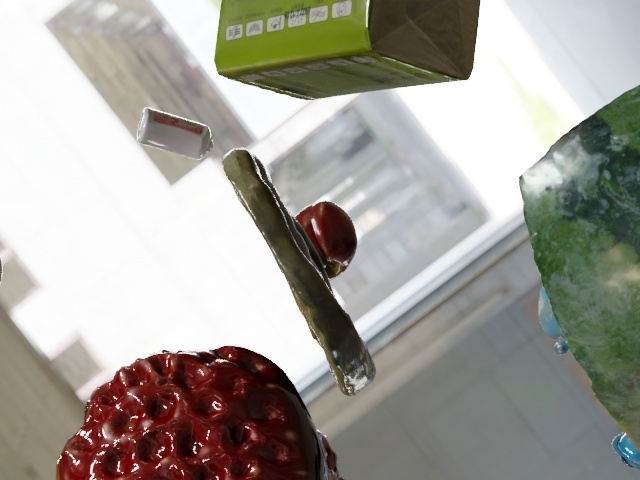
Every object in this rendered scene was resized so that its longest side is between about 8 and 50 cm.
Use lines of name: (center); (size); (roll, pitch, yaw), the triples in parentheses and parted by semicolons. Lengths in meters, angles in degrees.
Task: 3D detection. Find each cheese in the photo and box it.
cheese: (0.505, 0.288, 2.290); (0.106, 0.037, 0.256); (20, -157, 26)

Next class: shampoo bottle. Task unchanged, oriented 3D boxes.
shampoo bottle: (-0.189, -0.139, 2.051); (0.099, 0.043, 0.072); (16, -159, -12)

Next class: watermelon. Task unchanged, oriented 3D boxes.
watermelon: (0.246, 0.013, 0.918); (0.176, 0.255, 0.260); (95, 166, -71)

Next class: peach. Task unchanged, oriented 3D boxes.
peach: (-0.001, -0.001, 1.975); (0.101, 0.100, 0.101); (53, -177, -4)

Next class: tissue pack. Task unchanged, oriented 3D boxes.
tissue pack: (0.032, -0.271, 1.703); (0.167, 0.200, 0.274); (11, 173, -39)

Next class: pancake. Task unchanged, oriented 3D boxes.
pancake: (-0.016, 0.039, 1.640); (0.294, 0.049, 0.294); (62, 179, 1)

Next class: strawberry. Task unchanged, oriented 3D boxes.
strawberry: (-0.093, 0.286, 1.432); (0.295, 0.318, 0.345); (9, -159, -23)

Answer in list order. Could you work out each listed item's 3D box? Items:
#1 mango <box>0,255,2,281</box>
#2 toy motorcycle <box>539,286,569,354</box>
mango: (-0.499, 0.062, 2.037); (0.137, 0.195, 0.098); (23, -157, -31)
toy motorcycle: (0.377, 0.081, 1.983); (0.272, 0.182, 0.124); (-14, -78, -71)
